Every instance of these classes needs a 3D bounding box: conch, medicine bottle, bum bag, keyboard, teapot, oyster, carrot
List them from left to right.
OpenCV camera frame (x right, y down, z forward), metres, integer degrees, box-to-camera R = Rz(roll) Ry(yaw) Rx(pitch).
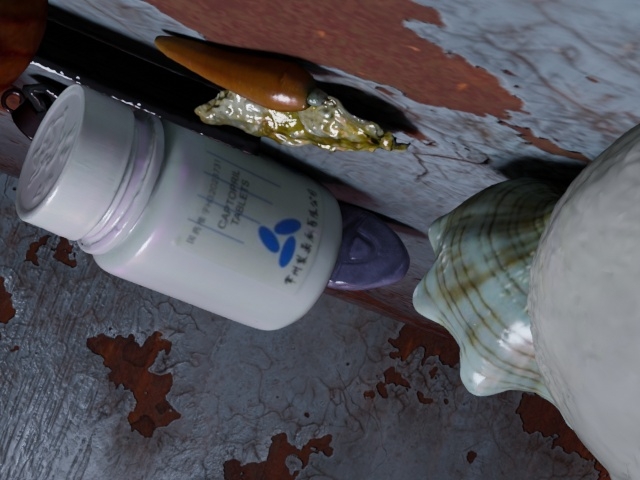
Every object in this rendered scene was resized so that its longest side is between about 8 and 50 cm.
[{"bbox_3d":[-0.328,-0.143,1.279,0.100,0.045,0.068,41,-172,-22],"label":"teapot"},{"bbox_3d":[-0.227,-0.116,1.166,0.198,0.049,0.087,22,168,-14],"label":"bum bag"},{"bbox_3d":[-0.159,-0.130,0.836,0.250,0.017,0.087,21,-155,-12],"label":"keyboard"},{"bbox_3d":[-0.135,-0.030,1.060,0.293,0.170,0.170,23,173,-32],"label":"medicine bottle"},{"bbox_3d":[-0.055,-0.114,0.737,0.142,0.035,0.035,22,175,28],"label":"carrot"},{"bbox_3d":[-0.005,-0.090,0.778,0.146,0.045,0.121,24,163,-16],"label":"oyster"},{"bbox_3d":[0.173,0.040,0.719,0.203,0.169,0.386,13,175,-7],"label":"conch"}]

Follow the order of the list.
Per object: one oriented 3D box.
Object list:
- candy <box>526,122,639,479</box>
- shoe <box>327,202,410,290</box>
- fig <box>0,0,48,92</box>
[{"bbox_3d":[0.214,0.025,0.387,0.295,0.185,0.295,16,153,8],"label":"candy"},{"bbox_3d":[0.000,0.000,1.281,0.245,0.095,0.137,21,178,24],"label":"shoe"},{"bbox_3d":[-0.210,-0.149,0.604,0.128,0.150,0.128,-3,137,-3],"label":"fig"}]
